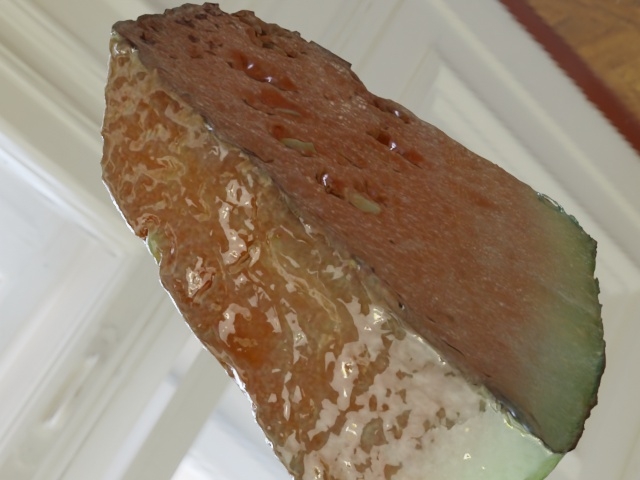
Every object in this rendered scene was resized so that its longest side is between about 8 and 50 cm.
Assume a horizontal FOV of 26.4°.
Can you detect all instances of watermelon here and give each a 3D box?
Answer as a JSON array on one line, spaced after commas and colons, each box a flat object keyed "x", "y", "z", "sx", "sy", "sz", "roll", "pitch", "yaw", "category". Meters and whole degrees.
[{"x": 0.000, "y": 0.000, "z": 0.619, "sx": 0.257, "sy": 0.193, "sz": 0.140, "roll": 44, "pitch": 113, "yaw": -5, "category": "watermelon"}]
